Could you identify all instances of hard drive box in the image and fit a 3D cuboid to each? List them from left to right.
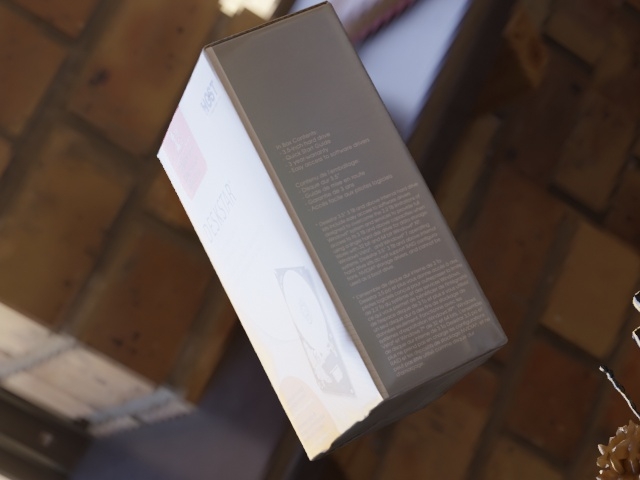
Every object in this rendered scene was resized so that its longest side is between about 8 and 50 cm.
[{"bbox_3d":[0.000,0.000,1.071,0.089,0.232,0.181,-23,-12,-20],"label":"hard drive box"}]

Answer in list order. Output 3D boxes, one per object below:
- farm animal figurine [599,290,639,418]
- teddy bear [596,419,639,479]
[{"bbox_3d":[0.370,0.059,1.242,0.327,0.330,0.172,-34,61,9],"label":"farm animal figurine"},{"bbox_3d":[0.127,0.199,0.638,0.245,0.113,0.338,-23,38,54],"label":"teddy bear"}]
